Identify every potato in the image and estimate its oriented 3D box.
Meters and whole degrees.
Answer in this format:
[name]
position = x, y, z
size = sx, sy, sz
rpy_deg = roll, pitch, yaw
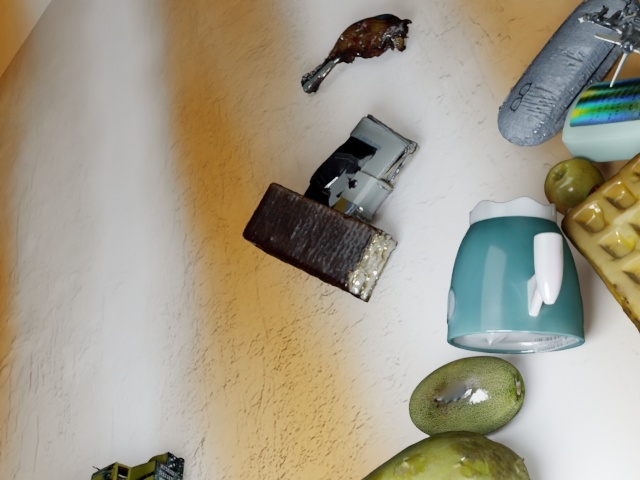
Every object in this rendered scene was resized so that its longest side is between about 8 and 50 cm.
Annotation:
[potato]
position = 0.102, 0.337, 1.375
size = 0.307, 0.210, 0.173
rpy_deg = -44, 75, 19

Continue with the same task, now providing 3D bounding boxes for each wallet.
[wallet]
position = 0.047, -0.094, 1.970
size = 0.231, 0.069, 0.170
rpy_deg = -52, 34, 3

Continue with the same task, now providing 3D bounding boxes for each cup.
[cup]
position = 0.236, 0.042, 1.492
size = 0.300, 0.167, 0.173
rpy_deg = 121, 150, -74

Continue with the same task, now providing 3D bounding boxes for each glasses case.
[glasses case]
position = 0.364, -0.253, 1.779
size = 0.282, 0.067, 0.109
rpy_deg = -53, 36, -5

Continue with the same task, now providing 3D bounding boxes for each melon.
[melon]
position = 0.178, 0.196, 1.512
size = 0.162, 0.099, 0.099
rpy_deg = -22, 42, 36

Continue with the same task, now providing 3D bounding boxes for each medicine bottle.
[medicine bottle]
position = 0.437, -0.164, 1.591
size = 0.229, 0.083, 0.121
rpy_deg = -3, 44, 48

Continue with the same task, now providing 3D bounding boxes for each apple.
[apple]
position = 0.338, -0.072, 1.623
size = 0.084, 0.071, 0.084
rpy_deg = -29, 38, 26

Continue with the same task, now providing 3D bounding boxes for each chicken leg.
[chicken leg]
position = 0.063, -0.347, 2.229
size = 0.253, 0.051, 0.106
rpy_deg = -26, 45, 34

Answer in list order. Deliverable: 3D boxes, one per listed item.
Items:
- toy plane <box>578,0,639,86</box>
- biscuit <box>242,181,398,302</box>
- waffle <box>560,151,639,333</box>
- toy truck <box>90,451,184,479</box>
[toy plane]
position = 0.440, -0.291, 1.661
size = 0.160, 0.082, 0.234
rpy_deg = 24, 42, 15
[biscuit]
position = 0.000, 0.000, 1.866
size = 0.252, 0.070, 0.106
rpy_deg = 24, 83, 38
[waffle]
position = 0.436, 0.019, 1.405
size = 0.224, 0.098, 0.328
rpy_deg = -43, 36, 11
[toy truck]
position = -0.319, 0.405, 1.840
size = 0.257, 0.127, 0.127
rpy_deg = -27, 38, 23
